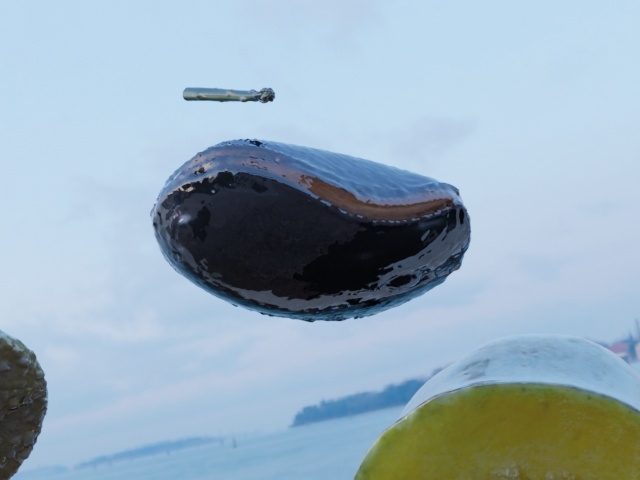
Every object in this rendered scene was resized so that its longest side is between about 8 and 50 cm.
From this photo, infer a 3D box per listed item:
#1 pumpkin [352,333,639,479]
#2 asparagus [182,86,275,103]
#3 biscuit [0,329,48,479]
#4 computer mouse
[{"bbox_3d":[0.193,0.245,0.878,0.332,0.332,0.199,-14,12,14],"label":"pumpkin"},{"bbox_3d":[-0.089,-0.141,0.919,0.127,0.015,0.018,8,14,42],"label":"asparagus"},{"bbox_3d":[-0.302,0.134,0.668,0.220,0.033,0.220,-16,-50,-20],"label":"biscuit"},{"bbox_3d":[0.000,0.004,0.897,0.323,0.116,0.183,9,-44,-25],"label":"computer mouse"}]
